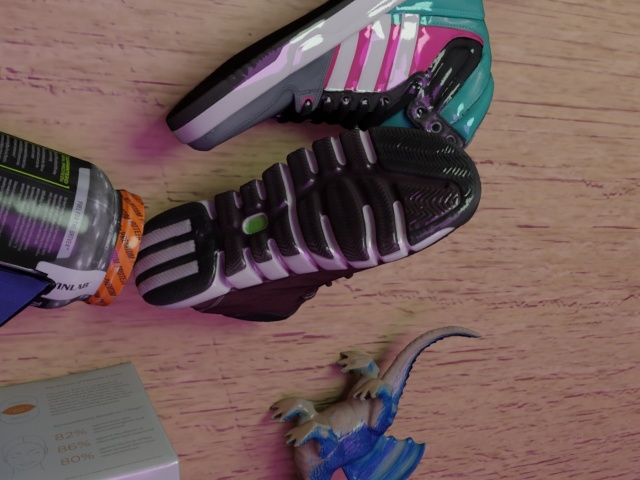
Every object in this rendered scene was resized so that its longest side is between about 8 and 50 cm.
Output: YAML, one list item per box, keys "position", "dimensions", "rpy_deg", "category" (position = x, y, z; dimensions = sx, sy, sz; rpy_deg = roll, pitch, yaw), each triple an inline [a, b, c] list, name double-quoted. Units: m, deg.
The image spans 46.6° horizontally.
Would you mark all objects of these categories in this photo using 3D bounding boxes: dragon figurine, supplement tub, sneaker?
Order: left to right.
- position: [-0.233, -0.019, 0.533]
  dimensions: [0.191, 0.117, 0.117]
  rpy_deg: [19, 98, -29]
  category: "supplement tub"
- position: [0.000, 0.000, 0.622]
  dimensions: [0.282, 0.106, 0.162]
  rpy_deg: [-14, 159, 15]
  category: "sneaker"
- position: [0.033, -0.112, 0.632]
  dimensions: [0.296, 0.124, 0.178]
  rpy_deg: [-34, 109, -13]
  category: "sneaker"
- position: [0.047, 0.199, 0.762]
  dimensions: [0.289, 0.085, 0.144]
  rpy_deg: [-36, 119, -10]
  category: "dragon figurine"

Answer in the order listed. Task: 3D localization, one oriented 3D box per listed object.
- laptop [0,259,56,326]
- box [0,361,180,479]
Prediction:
- position: [-0.420, 0.113, 0.421]
  dimensions: [0.382, 0.236, 0.407]
  rpy_deg: [20, 98, -29]
  category: "laptop"
- position: [-0.193, 0.183, 0.591]
  dimensions: [0.130, 0.170, 0.090]
  rpy_deg: [-8, 109, -23]
  category: "box"
